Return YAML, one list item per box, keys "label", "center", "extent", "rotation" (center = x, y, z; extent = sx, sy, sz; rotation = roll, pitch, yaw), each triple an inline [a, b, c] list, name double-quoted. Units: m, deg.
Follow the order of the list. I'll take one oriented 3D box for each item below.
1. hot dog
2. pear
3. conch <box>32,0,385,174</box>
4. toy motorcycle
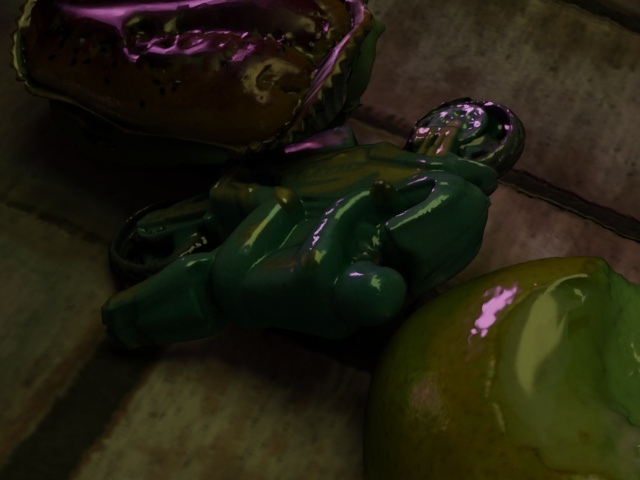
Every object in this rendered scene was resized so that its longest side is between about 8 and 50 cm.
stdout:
- label: "hot dog"
  center: [-0.094, -0.143, 1.260]
  extent: [0.270, 0.082, 0.162]
  rotation: [19, 64, 25]
- label: "pear"
  center: [0.169, 0.162, 1.114]
  extent: [0.287, 0.176, 0.281]
  rotation: [12, 46, -4]
- label: "conch"
  center: [-0.066, -0.115, 1.355]
  extent: [0.251, 0.137, 0.143]
  rotation: [-30, 103, -23]
- label: "toy motorcycle"
  center: [-0.002, 0.001, 1.226]
  extent: [0.297, 0.109, 0.198]
  rotation: [-15, 35, 10]
